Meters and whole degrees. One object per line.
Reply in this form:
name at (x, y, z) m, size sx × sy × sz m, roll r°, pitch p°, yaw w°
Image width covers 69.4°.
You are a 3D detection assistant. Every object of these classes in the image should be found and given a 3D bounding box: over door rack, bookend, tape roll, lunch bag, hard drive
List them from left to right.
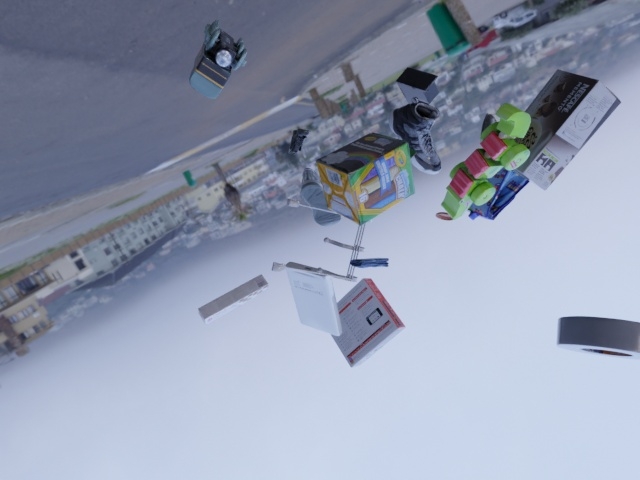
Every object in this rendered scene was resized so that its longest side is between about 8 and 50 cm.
hard drive at (-0.028, 0.271, 2.141) m, size 0.233 × 0.353 × 0.047 m, roll 12°, pitch -142°, yaw 34°
over door rack at (0.000, 0.000, 1.558) m, size 0.324 × 0.239 × 0.108 m, roll 10°, pitch -174°, yaw -26°
bookend at (0.386, -0.553, 1.732) m, size 0.072 × 0.156 × 0.157 m, roll -50°, pitch -135°, yaw -1°
lunch bag at (0.677, -0.210, 1.826) m, size 0.293 × 0.138 × 0.221 m, roll -56°, pitch -163°, yaw 8°
tape roll at (0.707, 0.242, 1.144) m, size 0.219 × 0.072 × 0.219 m, roll 10°, pitch 167°, yaw 2°

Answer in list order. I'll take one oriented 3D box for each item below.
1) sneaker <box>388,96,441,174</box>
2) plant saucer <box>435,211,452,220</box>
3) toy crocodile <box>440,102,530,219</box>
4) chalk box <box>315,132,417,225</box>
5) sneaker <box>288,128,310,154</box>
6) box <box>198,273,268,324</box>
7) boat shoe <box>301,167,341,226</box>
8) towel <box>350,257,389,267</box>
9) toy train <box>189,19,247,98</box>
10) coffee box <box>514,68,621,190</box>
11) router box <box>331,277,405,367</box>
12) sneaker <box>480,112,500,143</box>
sneaker at (0.351, -0.353, 1.562) m, size 0.101 × 0.268 × 0.153 m, roll -40°, pitch -174°, yaw -31°
plant saucer at (0.558, -0.110, 2.069) m, size 0.083 × 0.083 × 0.013 m, roll -5°, pitch -114°, yaw 59°
toy crocodile at (0.406, -0.187, 1.164) m, size 0.105 × 0.115 × 0.340 m, roll -9°, pitch 146°, yaw -33°
chalk box at (0.164, -0.207, 1.414) m, size 0.289 × 0.179 × 0.180 m, roll -29°, pitch -145°, yaw -21°
sneaker at (-0.082, -0.369, 1.736) m, size 0.051 × 0.089 × 0.170 m, roll 10°, pitch -173°, yaw -19°
box at (-0.382, 0.258, 2.050) m, size 0.324 × 0.067 × 0.063 m, roll -29°, pitch 156°, yaw -24°
boat shoe at (0.003, -0.162, 1.852) m, size 0.118 × 0.320 × 0.103 m, roll -16°, pitch -123°, yaw 15°
towel at (0.160, 0.073, 1.503) m, size 0.119 × 0.029 × 0.067 m, roll -2°, pitch -178°, yaw -32°
toy train at (-0.343, -0.592, 1.509) m, size 0.190 × 0.142 × 0.334 m, roll -50°, pitch -150°, yaw 19°
coffee box at (0.663, -0.317, 1.324) m, size 0.297 × 0.119 × 0.168 m, roll -55°, pitch -152°, yaw 18°
router box at (0.202, 0.404, 2.276) m, size 0.335 × 0.301 × 0.082 m, roll -46°, pitch 151°, yaw 24°
sneaker at (0.732, -0.431, 1.829) m, size 0.146 × 0.122 × 0.330 m, roll 17°, pitch -161°, yaw 33°
